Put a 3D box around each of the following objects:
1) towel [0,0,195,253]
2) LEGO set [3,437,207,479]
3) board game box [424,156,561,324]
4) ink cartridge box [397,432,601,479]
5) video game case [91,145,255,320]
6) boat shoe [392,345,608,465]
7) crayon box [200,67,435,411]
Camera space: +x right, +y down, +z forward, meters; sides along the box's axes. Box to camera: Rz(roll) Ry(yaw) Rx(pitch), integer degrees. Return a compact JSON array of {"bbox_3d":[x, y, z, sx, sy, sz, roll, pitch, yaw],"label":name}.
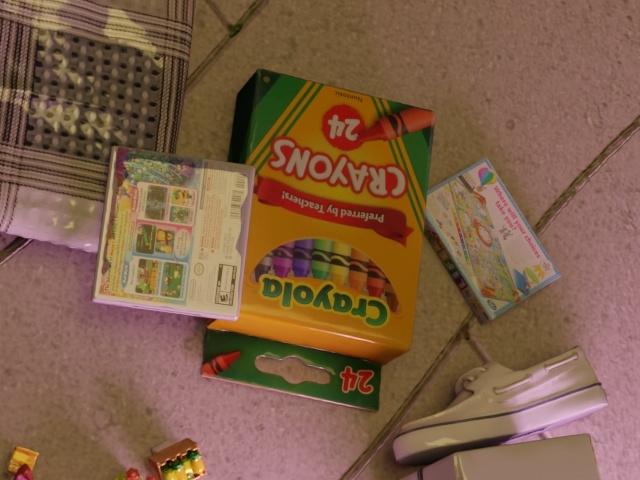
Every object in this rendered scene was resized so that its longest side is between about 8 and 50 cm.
[{"bbox_3d":[-0.285,-0.154,1.811,0.324,0.056,0.312,14,75,-23],"label":"towel"},{"bbox_3d":[-0.237,0.228,1.726,0.287,0.107,0.132,9,71,-17],"label":"LEGO set"},{"bbox_3d":[0.176,0.000,1.991,0.103,0.026,0.154,-29,85,-25],"label":"board game box"},{"bbox_3d":[0.165,0.256,1.807,0.153,0.208,0.086,-6,76,-22],"label":"ink cartridge box"},{"bbox_3d":[-0.142,-0.007,1.802,0.143,0.019,0.157,8,75,-8],"label":"video game case"},{"bbox_3d":[0.177,0.168,1.913,0.258,0.095,0.084,-11,73,-33],"label":"boat shoe"},{"bbox_3d":[0.000,0.000,1.898,0.202,0.081,0.318,12,70,-17],"label":"crayon box"}]
